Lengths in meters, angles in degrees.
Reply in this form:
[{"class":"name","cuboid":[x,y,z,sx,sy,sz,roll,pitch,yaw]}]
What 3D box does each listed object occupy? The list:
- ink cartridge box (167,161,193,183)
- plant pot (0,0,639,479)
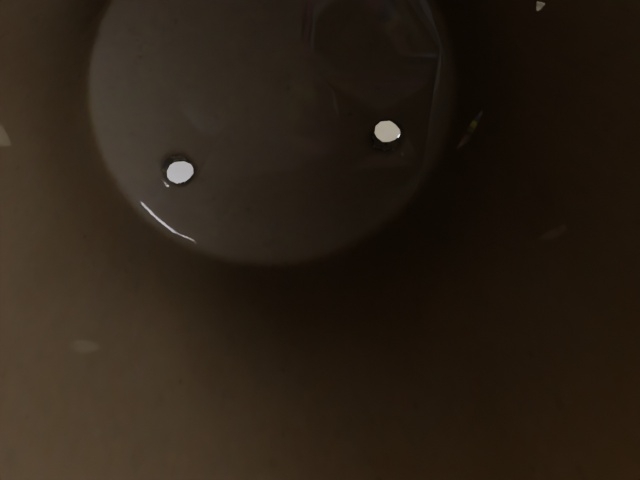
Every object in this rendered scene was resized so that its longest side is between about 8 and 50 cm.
[{"class":"ink cartridge box","cuboid":[-0.104,0.007,0.939,0.353,0.119,0.207,3,13,5]},{"class":"plant pot","cuboid":[0.000,0.000,0.318,0.256,0.256,0.274,-32,22,8]}]
